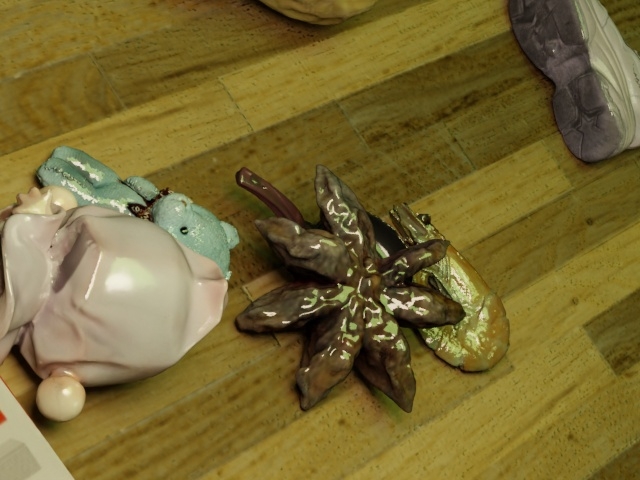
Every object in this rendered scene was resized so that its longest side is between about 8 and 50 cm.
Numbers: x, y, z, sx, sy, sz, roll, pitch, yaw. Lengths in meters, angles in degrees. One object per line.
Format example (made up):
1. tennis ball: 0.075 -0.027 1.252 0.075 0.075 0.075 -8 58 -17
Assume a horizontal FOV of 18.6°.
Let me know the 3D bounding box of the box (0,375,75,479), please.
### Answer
1. box: -0.287 0.188 1.356 0.229 0.050 0.123 -33 84 -43

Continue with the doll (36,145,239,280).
1. doll: -0.145 -0.024 1.622 0.180 0.075 0.120 42 36 -10

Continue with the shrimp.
1. shrimp: 0.111 0.045 1.833 0.099 0.041 0.180 -25 80 -32

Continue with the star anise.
1. star anise: 0.024 0.056 1.688 0.212 0.073 0.197 31 76 -15

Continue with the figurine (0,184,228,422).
1. figurine: -0.205 0.034 1.487 0.276 0.133 0.200 12 57 -34

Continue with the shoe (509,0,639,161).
1. shoe: 0.300 -0.203 2.131 0.137 0.095 0.245 -5 68 -47

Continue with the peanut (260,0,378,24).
1. peanut: -0.069 -0.297 1.836 0.313 0.152 0.152 22 49 -33

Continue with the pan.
1. pan: -0.002 0.001 1.754 0.212 0.040 0.115 33 45 -27
